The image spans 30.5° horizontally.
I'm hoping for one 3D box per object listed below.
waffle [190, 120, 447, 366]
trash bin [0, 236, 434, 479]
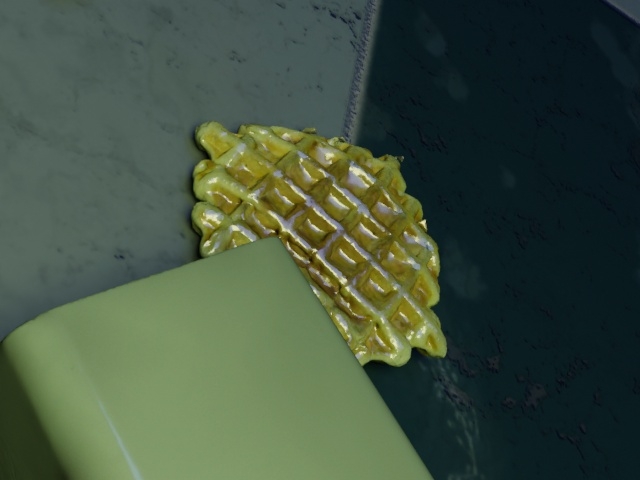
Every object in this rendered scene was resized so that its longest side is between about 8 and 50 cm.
[{"bbox_3d":[0.000,0.000,0.903,0.214,0.054,0.208,4,65,-29],"label":"waffle"},{"bbox_3d":[-0.034,0.187,0.685,0.223,0.158,0.343,-18,75,-39],"label":"trash bin"}]
